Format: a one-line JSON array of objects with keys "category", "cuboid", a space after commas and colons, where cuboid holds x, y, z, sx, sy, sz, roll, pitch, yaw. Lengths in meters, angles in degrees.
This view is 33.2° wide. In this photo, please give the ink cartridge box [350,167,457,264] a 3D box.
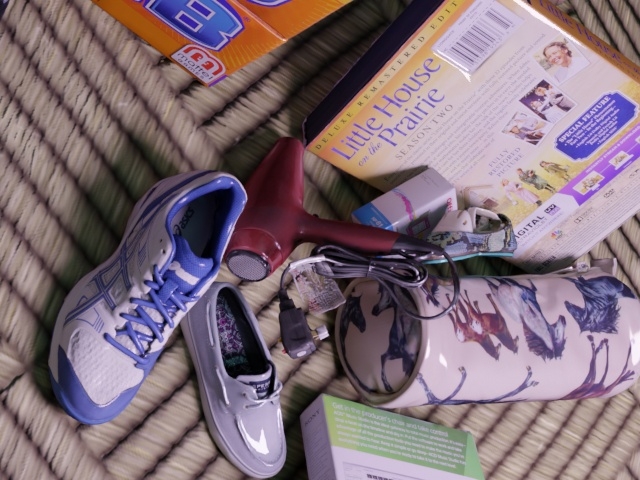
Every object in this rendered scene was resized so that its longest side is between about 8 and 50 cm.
[{"category": "ink cartridge box", "cuboid": [0.105, -0.019, 1.299, 0.122, 0.052, 0.089, -31, 138, -16]}]

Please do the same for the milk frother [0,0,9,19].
[{"category": "milk frother", "cuboid": [-0.384, -0.222, 1.024, 0.134, 0.129, 0.143, 32, 82, 3]}]

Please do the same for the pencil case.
[{"category": "pencil case", "cuboid": [0.215, 0.110, 1.326, 0.410, 0.160, 0.184, 3, 75, -34]}]

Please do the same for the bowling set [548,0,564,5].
[{"category": "bowling set", "cuboid": [0.200, -0.256, 1.390, 0.199, 0.287, 0.154, 33, 46, 16]}]

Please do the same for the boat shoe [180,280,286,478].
[{"category": "boat shoe", "cuboid": [-0.085, 0.151, 1.161, 0.079, 0.081, 0.228, -22, 93, -35]}]

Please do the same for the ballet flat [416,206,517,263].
[{"category": "ballet flat", "cuboid": [0.172, -0.008, 1.280, 0.188, 0.070, 0.070, -3, 82, -54]}]

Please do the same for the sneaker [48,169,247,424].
[{"category": "sneaker", "cuboid": [-0.175, 0.046, 1.094, 0.111, 0.131, 0.297, 34, 65, -26]}]

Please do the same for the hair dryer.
[{"category": "hair dryer", "cuboid": [0.000, 0.000, 1.204, 0.223, 0.080, 0.294, -15, 58, -24]}]

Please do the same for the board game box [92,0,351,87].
[{"category": "board game box", "cuboid": [-0.101, -0.443, 1.107, 0.356, 0.356, 0.356, 35, 63, -24]}]

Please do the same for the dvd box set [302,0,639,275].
[{"category": "dvd box set", "cuboid": [0.233, -0.132, 1.312, 0.420, 0.307, 0.062, 26, 36, -27]}]

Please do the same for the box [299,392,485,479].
[{"category": "box", "cuboid": [0.103, 0.336, 1.179, 0.232, 0.058, 0.322, 20, 42, -29]}]
